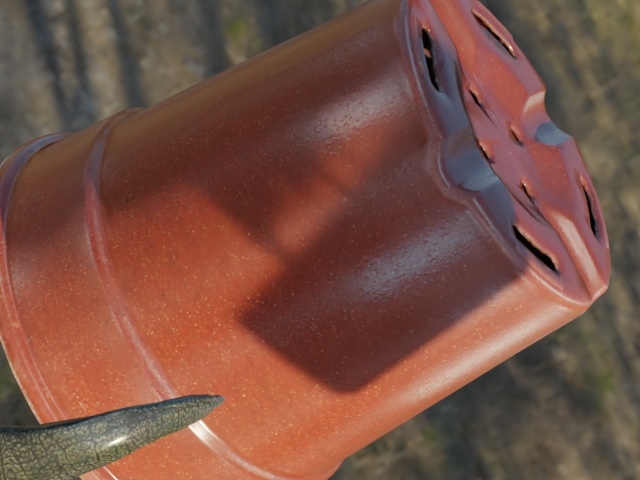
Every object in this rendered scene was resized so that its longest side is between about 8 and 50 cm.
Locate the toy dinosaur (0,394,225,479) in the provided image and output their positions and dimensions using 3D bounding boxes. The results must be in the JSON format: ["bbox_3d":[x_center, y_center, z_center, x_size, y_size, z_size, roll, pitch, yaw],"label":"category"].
[{"bbox_3d":[-0.192,0.073,0.564,0.121,0.313,0.160,-128,-144,-48],"label":"toy dinosaur"}]

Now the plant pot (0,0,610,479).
[{"bbox_3d":[0.000,0.000,1.037,0.272,0.265,0.272,43,30,-33],"label":"plant pot"}]
